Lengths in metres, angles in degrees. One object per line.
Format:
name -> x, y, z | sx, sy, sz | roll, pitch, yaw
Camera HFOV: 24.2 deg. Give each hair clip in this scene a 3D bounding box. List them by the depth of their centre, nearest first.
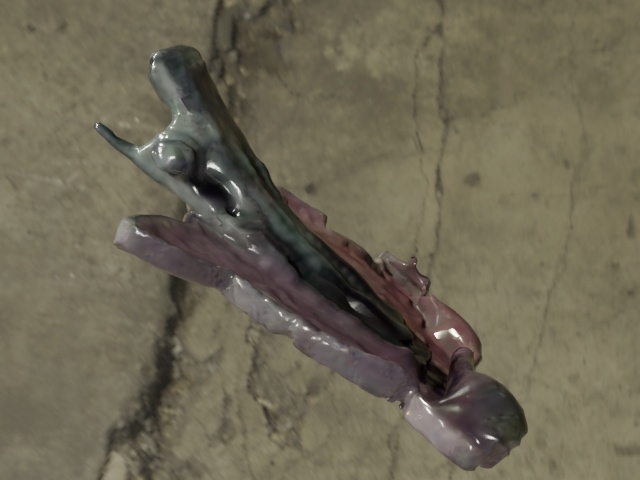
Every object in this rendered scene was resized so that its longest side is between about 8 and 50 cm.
hair clip -> -0.006, 0.006, 0.571 | 0.187, 0.146, 0.056 | 43, 104, -5
